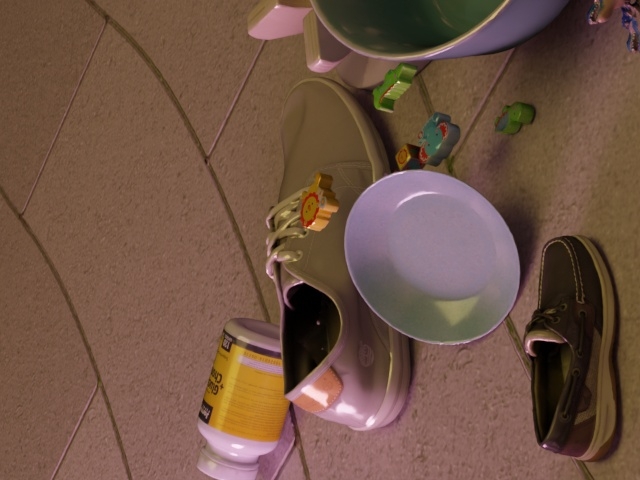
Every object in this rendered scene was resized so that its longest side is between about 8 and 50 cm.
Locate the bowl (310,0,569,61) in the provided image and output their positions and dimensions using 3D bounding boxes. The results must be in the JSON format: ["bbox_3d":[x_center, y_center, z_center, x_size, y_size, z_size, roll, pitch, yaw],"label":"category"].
[{"bbox_3d":[0.148,-0.310,1.869,0.312,0.163,0.311,-10,73,36],"label":"bowl"}]

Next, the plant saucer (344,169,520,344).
[{"bbox_3d":[0.119,0.012,1.901,0.195,0.195,0.037,-57,-8,33],"label":"plant saucer"}]

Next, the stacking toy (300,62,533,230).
[{"bbox_3d":[0.100,-0.079,1.916,0.221,0.167,0.052,-54,37,35],"label":"stacking toy"}]

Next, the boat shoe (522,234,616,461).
[{"bbox_3d":[0.227,0.094,1.729,0.080,0.073,0.223,-32,53,52],"label":"boat shoe"}]

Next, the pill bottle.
[{"bbox_3d":[-0.088,0.193,2.212,0.103,0.103,0.184,31,106,59],"label":"pill bottle"}]

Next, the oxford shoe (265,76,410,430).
[{"bbox_3d":[0.000,0.000,2.093,0.169,0.130,0.449,-45,45,48],"label":"oxford shoe"}]

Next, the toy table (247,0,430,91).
[{"bbox_3d":[0.045,-0.283,2.095,0.274,0.161,0.252,-50,40,39],"label":"toy table"}]

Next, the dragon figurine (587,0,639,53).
[{"bbox_3d":[0.336,-0.294,1.666,0.144,0.085,0.289,49,123,54],"label":"dragon figurine"}]
